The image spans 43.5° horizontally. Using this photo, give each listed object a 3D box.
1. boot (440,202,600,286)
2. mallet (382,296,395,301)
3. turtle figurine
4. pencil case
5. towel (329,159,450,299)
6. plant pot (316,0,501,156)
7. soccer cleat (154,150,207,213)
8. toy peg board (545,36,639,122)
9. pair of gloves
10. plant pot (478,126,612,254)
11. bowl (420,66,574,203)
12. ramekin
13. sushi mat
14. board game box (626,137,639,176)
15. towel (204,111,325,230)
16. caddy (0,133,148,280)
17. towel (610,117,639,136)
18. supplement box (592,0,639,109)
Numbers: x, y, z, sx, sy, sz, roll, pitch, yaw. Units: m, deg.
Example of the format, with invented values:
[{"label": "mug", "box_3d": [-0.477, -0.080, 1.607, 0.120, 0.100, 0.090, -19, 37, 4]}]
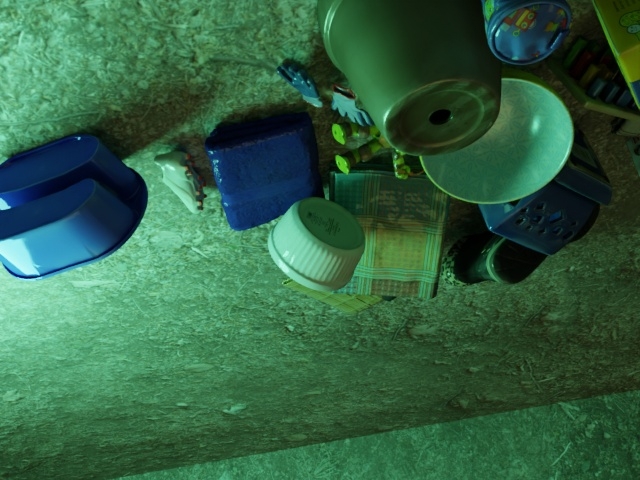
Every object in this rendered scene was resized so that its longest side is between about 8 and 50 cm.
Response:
[{"label": "boot", "box_3d": [0.492, -0.006, 2.011, 0.377, 0.138, 0.284, -39, -173, -23]}, {"label": "mallet", "box_3d": [0.126, 0.107, 2.012, 0.190, 0.039, 0.062, 20, 140, -32]}, {"label": "turtle figurine", "box_3d": [0.134, -0.228, 1.626, 0.217, 0.087, 0.269, -18, 138, -15]}, {"label": "pencil case", "box_3d": [0.294, -0.403, 1.183, 0.133, 0.306, 0.119, 6, 148, -9]}, {"label": "towel", "box_3d": [0.154, -0.013, 1.854, 0.272, 0.040, 0.370, 3, 127, 4]}, {"label": "plant pot", "box_3d": [0.169, -0.305, 1.331, 0.323, 0.280, 0.323, -6, 148, -4]}, {"label": "soccer cleat", "box_3d": [-0.295, -0.125, 1.709, 0.076, 0.068, 0.196, 2, 149, 10]}, {"label": "toy peg board", "box_3d": [0.547, -0.316, 1.541, 0.161, 0.160, 0.079, 7, 129, -26]}, {"label": "pair of gloves", "box_3d": [0.010, -0.271, 1.486, 0.198, 0.023, 0.159, 29, 174, 18]}, {"label": "plant pot", "box_3d": [0.475, -0.138, 1.735, 0.236, 0.235, 0.212, 18, 134, -38]}, {"label": "bowl", "box_3d": [0.335, -0.231, 1.575, 0.290, 0.156, 0.289, 2, 131, 2]}, {"label": "ramekin", "box_3d": [0.000, 0.000, 1.739, 0.207, 0.207, 0.109, 11, 131, -29]}, {"label": "sushi mat", "box_3d": [0.049, 0.136, 2.258, 0.151, 0.019, 0.317, -30, 143, 28]}, {"label": "board game box", "box_3d": [0.824, -0.107, 1.797, 0.193, 0.305, 0.053, 3, 150, -18]}, {"label": "towel", "box_3d": [-0.114, -0.149, 1.713, 0.228, 0.076, 0.308, -15, 148, -4]}, {"label": "caddy", "box_3d": [-0.511, -0.056, 1.591, 0.342, 0.241, 0.179, -17, 143, 13]}, {"label": "towel", "box_3d": [0.829, -0.321, 1.693, 0.312, 0.056, 0.324, 0, 147, -15]}, {"label": "supplement box", "box_3d": [0.671, -0.412, 1.369, 0.357, 0.195, 0.194, -24, 146, 23]}]
